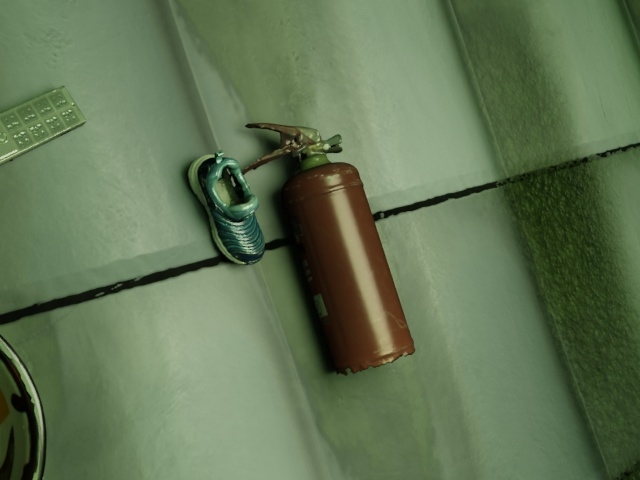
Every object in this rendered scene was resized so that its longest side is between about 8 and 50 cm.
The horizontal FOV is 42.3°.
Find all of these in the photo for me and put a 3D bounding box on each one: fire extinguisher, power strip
[{"bbox_3d":[0.000,0.000,1.033,0.147,0.106,0.337,-17,86,-12],"label":"fire extinguisher"},{"bbox_3d":[-0.317,-0.121,0.890,0.136,0.019,0.051,-35,100,-36],"label":"power strip"}]

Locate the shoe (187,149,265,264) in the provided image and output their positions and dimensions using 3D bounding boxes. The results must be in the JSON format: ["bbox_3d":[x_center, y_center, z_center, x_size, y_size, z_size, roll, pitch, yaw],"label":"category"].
[{"bbox_3d":[-0.102,-0.039,0.984,0.064,0.071,0.143,-28,98,-36],"label":"shoe"}]

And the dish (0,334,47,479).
[{"bbox_3d":[-0.379,0.185,0.692,0.303,0.120,0.303,7,75,-28],"label":"dish"}]
